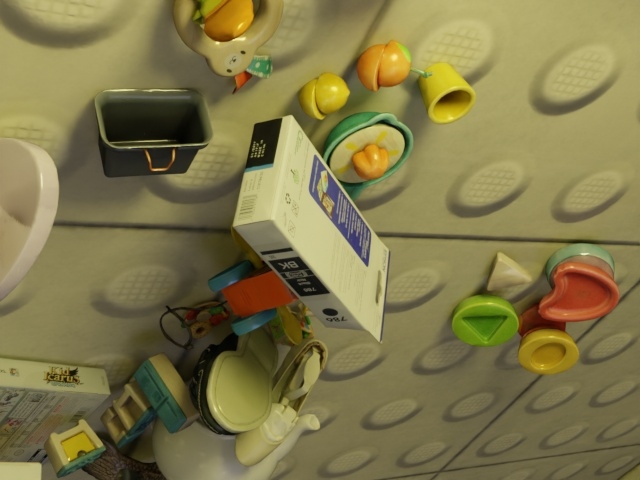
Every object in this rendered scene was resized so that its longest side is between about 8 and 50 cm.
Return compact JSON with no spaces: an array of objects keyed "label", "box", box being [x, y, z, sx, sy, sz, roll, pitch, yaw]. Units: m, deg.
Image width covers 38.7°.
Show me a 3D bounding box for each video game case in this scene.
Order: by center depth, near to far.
[{"label":"video game case","box":[-0.527,0.295,1.519,0.244,0.061,0.269,13,132,-43]}]

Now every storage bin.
[{"label":"storage bin","box":[-0.207,-0.119,1.110,0.135,0.098,0.091,-6,153,-24]}]

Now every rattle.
[{"label":"rattle","box":[-0.080,-0.207,1.018,0.130,0.143,0.199,-30,144,-22]}]

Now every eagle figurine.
[{"label":"eagle figurine","box":[-0.315,0.462,1.771,0.298,0.225,0.226,-7,155,-40]}]

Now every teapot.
[{"label":"teapot","box":[-0.179,0.320,1.618,0.256,0.252,0.187,-13,134,-33]}]

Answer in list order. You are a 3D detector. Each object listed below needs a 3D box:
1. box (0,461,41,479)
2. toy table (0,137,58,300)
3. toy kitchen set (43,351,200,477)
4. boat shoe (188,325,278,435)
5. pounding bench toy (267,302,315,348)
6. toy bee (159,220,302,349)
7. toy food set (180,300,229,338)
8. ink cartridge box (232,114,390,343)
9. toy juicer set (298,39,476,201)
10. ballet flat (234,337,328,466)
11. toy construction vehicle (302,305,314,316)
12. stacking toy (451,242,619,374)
[{"label":"box","box":[-0.642,0.461,1.481,0.345,0.168,0.215,-20,156,37]},{"label":"toy table","box":[-0.436,-0.012,1.007,0.274,0.252,0.161,-49,155,17]},{"label":"toy kitchen set","box":[-0.326,0.307,1.482,0.166,0.122,0.207,-21,158,-48]},{"label":"boat shoe","box":[-0.153,0.229,1.453,0.113,0.340,0.127,-33,105,14]},{"label":"pounding bench toy","box":[-0.039,0.148,1.603,0.083,0.052,0.065,-38,144,21]},{"label":"toy bee","box":[-0.101,0.059,1.377,0.162,0.298,0.195,-35,120,-45]},{"label":"toy food set","box":[-0.191,0.129,1.518,0.083,0.020,0.082,-24,146,3]},{"label":"ink cartridge box","box":[0.000,0.000,1.221,0.065,0.165,0.332,-10,143,25]},{"label":"toy juicer set","box":[0.036,-0.131,1.228,0.329,0.089,0.209,-41,142,26]},{"label":"ballet flat","box":[-0.059,0.265,1.521,0.086,0.248,0.086,23,151,14]},{"label":"toy construction vehicle","box":[-0.025,0.082,1.533,0.086,0.035,0.098,2,124,-31]},{"label":"stacking toy","box":[0.418,0.106,1.807,0.280,0.130,0.309,17,133,-8]}]
